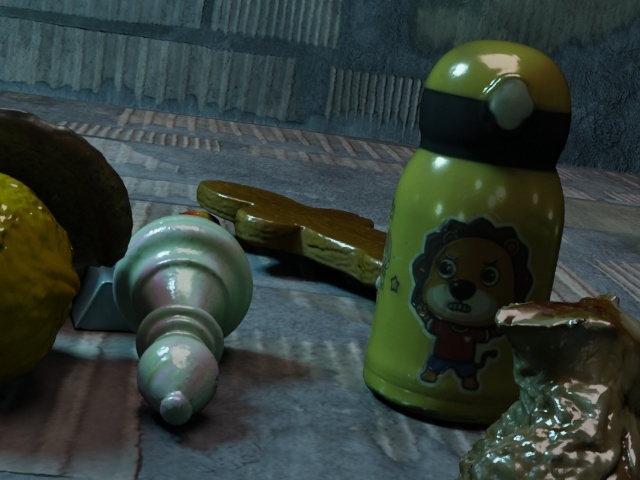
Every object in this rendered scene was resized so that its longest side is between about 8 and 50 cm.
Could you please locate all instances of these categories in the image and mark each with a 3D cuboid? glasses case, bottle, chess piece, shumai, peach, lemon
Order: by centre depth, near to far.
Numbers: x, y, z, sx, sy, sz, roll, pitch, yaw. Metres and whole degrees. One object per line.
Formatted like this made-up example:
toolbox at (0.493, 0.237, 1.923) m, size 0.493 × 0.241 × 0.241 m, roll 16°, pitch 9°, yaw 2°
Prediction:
shumai at (0.193, 0.133, 0.855) m, size 0.166 × 0.175 × 0.206 m, roll 12°, pitch 16°, yaw 18°
lemon at (-0.312, 0.030, 0.952) m, size 0.231 × 0.192 × 0.192 m, roll 7°, pitch 12°, yaw 4°
chess piece at (-0.129, 0.087, 1.038) m, size 0.139 × 0.139 × 0.272 m, roll 7°, pitch 24°, yaw -8°
bottle at (0.146, -0.015, 1.090) m, size 0.171 × 0.351 × 0.171 m, roll 7°, pitch 12°, yaw -1°
glasses case at (-0.237, 0.038, 1.299) m, size 0.105 × 0.056 × 0.266 m, roll 4°, pitch 13°, yaw -18°
peach at (-0.179, -0.017, 1.622) m, size 0.077 × 0.050 × 0.083 m, roll 17°, pitch 19°, yaw 41°

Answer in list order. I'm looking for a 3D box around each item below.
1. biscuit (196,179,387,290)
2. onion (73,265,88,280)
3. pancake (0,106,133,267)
biscuit at (-0.001, 0.001, 1.589) m, size 0.432 × 0.064 × 0.283 m, roll 20°, pitch 12°, yaw 31°
onion at (-0.342, -0.004, 1.210) m, size 0.195 × 0.159 × 0.159 m, roll -11°, pitch 11°, yaw 5°
pancake at (-0.320, -0.018, 1.064) m, size 0.288 × 0.286 × 0.033 m, roll 8°, pitch 45°, yaw -4°
